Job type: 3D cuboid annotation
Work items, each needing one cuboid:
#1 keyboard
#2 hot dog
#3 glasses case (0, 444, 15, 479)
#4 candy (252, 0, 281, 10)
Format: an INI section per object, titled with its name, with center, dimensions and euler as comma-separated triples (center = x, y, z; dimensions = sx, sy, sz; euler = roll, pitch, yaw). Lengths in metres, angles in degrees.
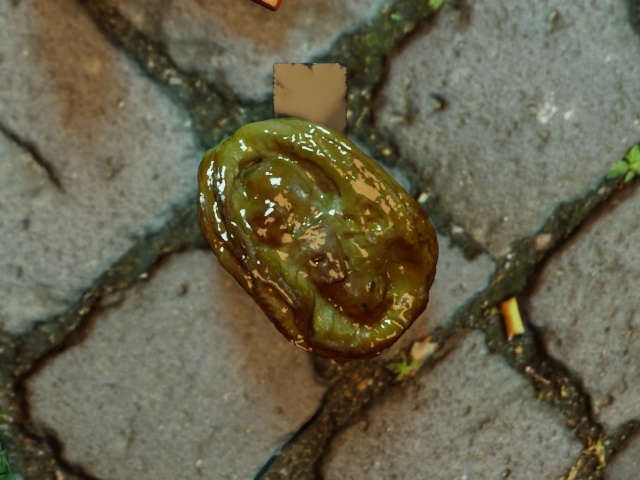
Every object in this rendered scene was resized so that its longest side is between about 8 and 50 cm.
[keyboard]
center = -0.010, -0.076, 0.735
dimensions = 0.074, 0.015, 0.196
euler = -5, 107, -15
[hot dog]
center = 0.002, 0.002, 0.691
dimensions = 0.175, 0.114, 0.259
euler = -47, 114, -1
[glasses case]
center = -0.321, 0.301, 0.718
dimensions = 0.062, 0.095, 0.272
euler = -11, 113, -2
[candy]
center = -0.044, -0.272, 0.657
dimensions = 0.062, 0.038, 0.122
euler = 22, 100, -17
